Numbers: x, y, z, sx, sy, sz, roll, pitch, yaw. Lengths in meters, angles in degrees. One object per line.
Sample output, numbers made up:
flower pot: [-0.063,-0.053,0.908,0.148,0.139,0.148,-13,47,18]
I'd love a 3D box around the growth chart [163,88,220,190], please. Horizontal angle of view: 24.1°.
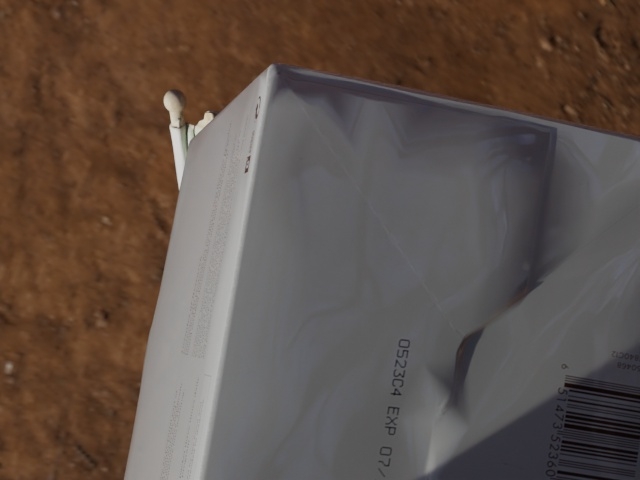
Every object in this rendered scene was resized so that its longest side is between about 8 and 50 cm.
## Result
growth chart: [0.000,0.000,0.993,0.237,0.021,0.172,14,123,25]

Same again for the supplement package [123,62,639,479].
supplement package: [0.017,0.057,0.549,0.149,0.203,0.194,11,85,-11]
